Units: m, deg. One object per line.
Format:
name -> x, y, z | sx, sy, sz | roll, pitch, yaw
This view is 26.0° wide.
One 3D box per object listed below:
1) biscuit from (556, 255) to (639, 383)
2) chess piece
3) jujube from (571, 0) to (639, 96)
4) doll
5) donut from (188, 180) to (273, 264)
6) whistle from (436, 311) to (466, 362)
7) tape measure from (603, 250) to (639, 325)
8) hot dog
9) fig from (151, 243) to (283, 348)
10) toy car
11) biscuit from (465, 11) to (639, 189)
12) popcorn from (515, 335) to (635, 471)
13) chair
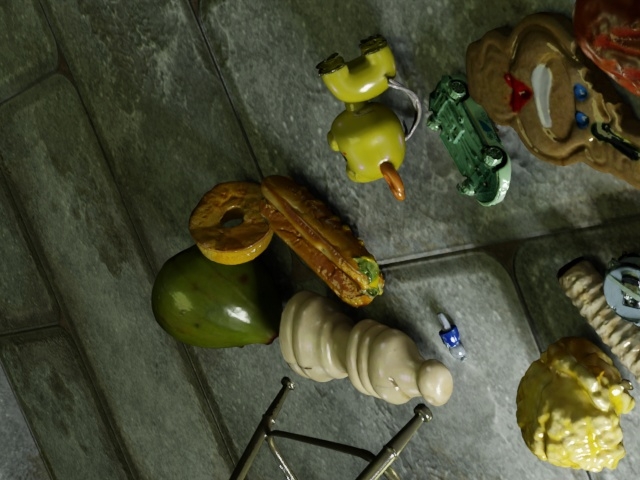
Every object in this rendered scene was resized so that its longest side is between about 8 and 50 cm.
biscuit -> 0.375, 0.110, 1.721 | 0.219, 0.055, 0.061 | 52, 135, 17
chess piece -> 0.079, 0.177, 2.135 | 0.307, 0.124, 0.139 | 15, 90, 45
jujube -> 0.377, -0.206, 1.401 | 0.250, 0.174, 0.174 | 23, 130, 36
doll -> 0.073, -0.160, 1.913 | 0.143, 0.135, 0.221 | -114, 3, -73
donut -> -0.140, -0.025, 2.263 | 0.152, 0.152, 0.058 | 40, 154, 32
whistle -> 0.190, 0.141, 2.023 | 0.083, 0.029, 0.033 | 65, 163, -14
tape measure -> 0.389, 0.057, 1.667 | 0.094, 0.054, 0.091 | 0, 113, 44
hot dog -> 0.000, 0.000, 2.147 | 0.269, 0.072, 0.115 | 45, 142, 24
fig -> -0.168, 0.106, 2.332 | 0.225, 0.203, 0.203 | 41, 142, 10
toy car -> 0.198, -0.130, 1.800 | 0.186, 0.058, 0.093 | 64, 149, 21
biscuit -> 0.296, -0.164, 1.659 | 0.320, 0.047, 0.183 | 43, 144, 26
popcorn -> 0.325, 0.209, 1.765 | 0.170, 0.180, 0.180 | -32, 84, 21
chair -> -0.008, 0.491, 2.113 | 0.364, 0.410, 0.362 | 5, 130, 53
